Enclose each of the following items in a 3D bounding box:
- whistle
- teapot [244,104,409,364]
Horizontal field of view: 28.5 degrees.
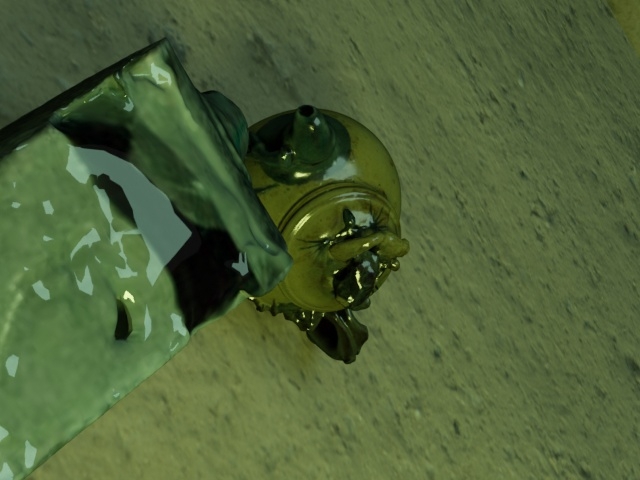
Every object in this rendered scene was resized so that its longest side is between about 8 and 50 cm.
[{"bbox_3d":[-0.140,0.003,0.769,0.168,0.188,0.405,60,10,-14],"label":"whistle"},{"bbox_3d":[0.000,0.000,1.035,0.182,0.173,0.269,48,-27,51],"label":"teapot"}]
